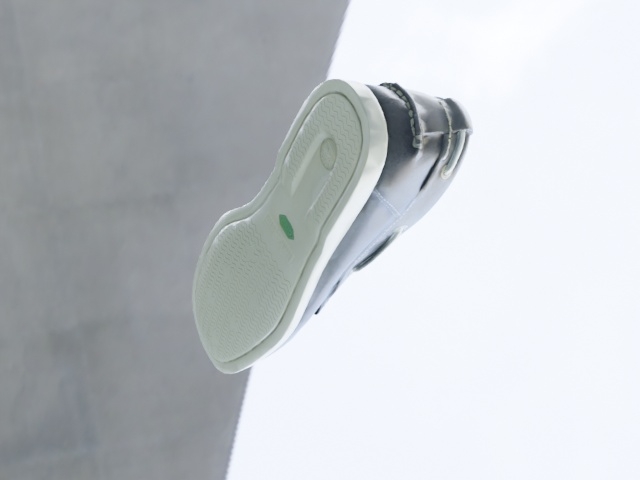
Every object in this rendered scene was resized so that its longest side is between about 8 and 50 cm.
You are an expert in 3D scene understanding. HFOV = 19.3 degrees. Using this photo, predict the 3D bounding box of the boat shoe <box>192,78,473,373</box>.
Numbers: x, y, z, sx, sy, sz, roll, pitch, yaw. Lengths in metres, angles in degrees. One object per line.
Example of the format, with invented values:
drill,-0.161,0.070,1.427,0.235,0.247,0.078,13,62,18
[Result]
boat shoe,0.000,0.000,1.004,0.079,0.233,0.084,-7,-119,-35
